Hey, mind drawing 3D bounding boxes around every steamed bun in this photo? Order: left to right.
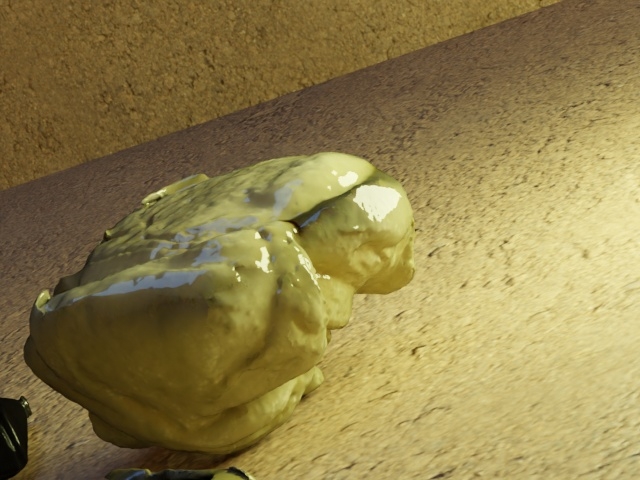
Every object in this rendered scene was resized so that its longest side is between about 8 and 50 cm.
[{"bbox_3d":[-0.088,0.067,1.644,0.325,0.230,0.372,-10,20,44],"label":"steamed bun"}]

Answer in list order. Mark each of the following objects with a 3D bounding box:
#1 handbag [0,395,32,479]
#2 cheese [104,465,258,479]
[{"bbox_3d":[-0.457,0.241,1.877,0.285,0.113,0.257,-24,5,-5],"label":"handbag"},{"bbox_3d":[-0.187,0.270,1.233,0.259,0.128,0.316,-22,4,43],"label":"cheese"}]
